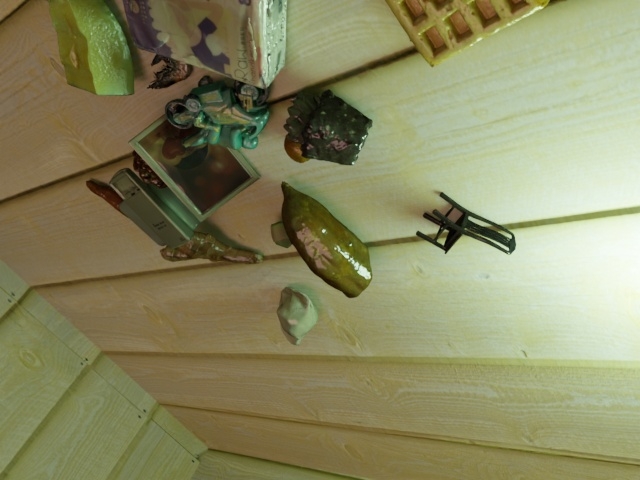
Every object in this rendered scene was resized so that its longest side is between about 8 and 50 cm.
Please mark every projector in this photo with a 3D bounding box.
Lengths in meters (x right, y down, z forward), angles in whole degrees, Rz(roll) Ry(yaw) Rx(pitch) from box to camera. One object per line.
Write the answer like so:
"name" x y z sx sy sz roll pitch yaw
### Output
"projector" -0.495 -0.105 1.841 0.198 0.108 0.250 46 142 -20

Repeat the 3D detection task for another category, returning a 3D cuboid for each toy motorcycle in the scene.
"toy motorcycle" -0.235 -0.305 1.437 0.297 0.109 0.198 -7 131 23

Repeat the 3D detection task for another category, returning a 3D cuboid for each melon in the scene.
"melon" -0.571 -0.510 1.415 0.196 0.124 0.323 16 135 17

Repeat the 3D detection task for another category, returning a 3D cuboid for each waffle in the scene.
"waffle" 0.230 -0.439 1.000 0.248 0.055 0.221 -19 121 45

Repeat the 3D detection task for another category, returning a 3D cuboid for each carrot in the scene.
"carrot" -0.697 -0.138 1.985 0.248 0.059 0.059 33 143 2

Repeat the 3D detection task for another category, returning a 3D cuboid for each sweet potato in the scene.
"sweet potato" 0.000 0.000 1.588 0.370 0.157 0.158 45 141 -19

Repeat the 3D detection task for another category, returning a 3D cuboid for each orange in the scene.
"orange" -0.049 -0.229 1.417 0.085 0.085 0.085 19 142 16

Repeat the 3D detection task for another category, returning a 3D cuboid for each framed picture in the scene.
"framed picture" -0.332 -0.215 1.563 0.211 0.020 0.289 -36 116 6

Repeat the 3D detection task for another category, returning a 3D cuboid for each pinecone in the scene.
"pinecone" -0.446 -0.222 1.634 0.174 0.173 0.173 19 142 16

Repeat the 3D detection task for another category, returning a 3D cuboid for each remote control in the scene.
"remote control" -0.502 -0.095 1.740 0.123 0.038 0.285 -20 118 45

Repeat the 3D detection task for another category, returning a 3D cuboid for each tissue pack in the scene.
"tissue pack" -0.237 -0.480 1.215 0.344 0.125 0.242 20 141 11

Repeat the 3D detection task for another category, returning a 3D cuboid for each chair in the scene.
"chair" 0.348 -0.012 1.393 0.213 0.084 0.101 30 140 -1

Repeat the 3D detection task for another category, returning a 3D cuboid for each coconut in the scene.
"coconut" -0.105 -0.018 1.699 0.083 0.082 0.081 -19 88 35

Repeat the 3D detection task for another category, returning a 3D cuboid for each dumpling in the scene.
"dumpling" -0.091 0.238 1.966 0.166 0.126 0.215 43 161 30

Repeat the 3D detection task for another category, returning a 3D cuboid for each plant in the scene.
"plant" 0.009 -0.252 1.306 0.195 0.132 0.129 22 140 4

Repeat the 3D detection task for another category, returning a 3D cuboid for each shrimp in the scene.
"shrimp" -0.386 -0.428 1.461 0.161 0.034 0.091 -17 111 37

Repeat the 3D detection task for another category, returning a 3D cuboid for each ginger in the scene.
"ginger" -0.353 0.033 1.891 0.334 0.081 0.148 9 131 -5
